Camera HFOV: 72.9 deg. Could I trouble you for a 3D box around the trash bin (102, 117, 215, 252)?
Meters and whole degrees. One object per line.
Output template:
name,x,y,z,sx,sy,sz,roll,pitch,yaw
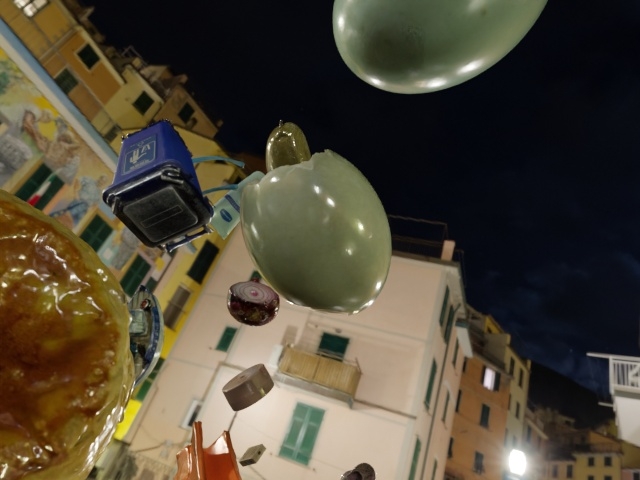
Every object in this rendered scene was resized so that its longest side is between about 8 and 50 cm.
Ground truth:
trash bin,-0.318,-0.116,0.876,0.162,0.235,0.184,-24,-42,1

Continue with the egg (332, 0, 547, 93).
egg,0.198,-0.395,0.697,0.276,0.388,0.276,58,-7,11

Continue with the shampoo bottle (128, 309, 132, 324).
shampoo bottle,-0.552,0.156,0.947,0.284,0.153,0.071,21,-27,28

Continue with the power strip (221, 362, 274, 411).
power strip,-0.224,0.453,1.337,0.154,0.154,0.078,-27,-87,53

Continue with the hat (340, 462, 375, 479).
hat,0.082,0.531,0.974,0.058,0.087,0.042,47,-3,-3

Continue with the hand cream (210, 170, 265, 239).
hand cream,-0.293,-0.142,1.560,0.067,0.321,0.109,-19,-63,45

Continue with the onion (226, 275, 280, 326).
onion,-0.252,0.220,1.618,0.195,0.218,0.140,2,-63,-13

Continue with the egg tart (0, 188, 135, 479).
egg tart,-0.422,0.122,0.460,0.443,0.443,0.178,38,-62,-25

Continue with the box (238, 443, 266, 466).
box,-0.200,0.631,1.273,0.024,0.053,0.083,48,-48,-2

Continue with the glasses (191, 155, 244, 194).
glasses,-0.304,-0.137,1.107,0.220,0.088,0.190,-5,-24,-22

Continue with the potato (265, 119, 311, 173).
potato,-0.103,-0.267,1.418,0.174,0.159,0.252,13,-59,45

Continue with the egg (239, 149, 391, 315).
egg,0.000,0.000,0.863,0.278,0.278,0.336,-10,-70,43

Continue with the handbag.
handbag,-0.301,0.645,0.915,0.116,0.410,0.303,28,1,-22

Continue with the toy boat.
toy boat,-0.471,0.241,1.093,0.114,0.262,0.115,-7,-11,16
